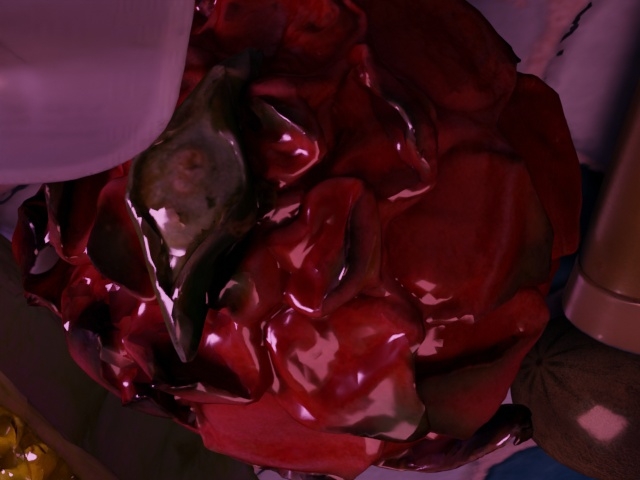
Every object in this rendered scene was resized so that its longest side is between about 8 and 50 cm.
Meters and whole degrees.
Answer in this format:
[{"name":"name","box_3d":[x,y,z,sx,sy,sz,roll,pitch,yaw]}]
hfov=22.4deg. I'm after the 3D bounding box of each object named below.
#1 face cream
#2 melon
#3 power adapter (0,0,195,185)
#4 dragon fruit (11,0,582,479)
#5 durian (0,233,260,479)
[{"name":"face cream","box_3d":[0.211,-0.032,0.827,0.139,0.067,0.285,-4,145,-8]},{"name":"melon","box_3d":[0.167,0.092,0.960,0.131,0.098,0.098,22,132,-37]},{"name":"power adapter","box_3d":[-0.136,-0.097,0.457,0.187,0.255,0.124,-3,147,-14]},{"name":"dragon fruit","box_3d":[0.000,0.000,0.694,0.234,0.234,0.293,-18,159,7]},{"name":"durian","box_3d":[-0.107,0.110,0.817,0.157,0.169,0.355,-5,151,31]}]
